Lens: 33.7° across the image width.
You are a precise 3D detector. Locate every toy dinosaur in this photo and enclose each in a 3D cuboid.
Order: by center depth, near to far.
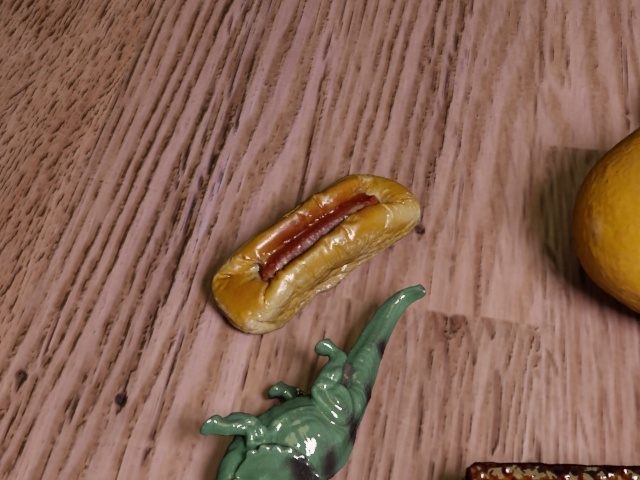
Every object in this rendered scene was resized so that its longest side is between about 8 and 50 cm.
[{"bbox_3d":[-0.016,0.142,0.926,0.120,0.079,0.292,23,56,11],"label":"toy dinosaur"}]

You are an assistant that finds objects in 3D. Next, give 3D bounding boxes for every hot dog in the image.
[{"bbox_3d":[0.000,0.000,1.046,0.242,0.073,0.084,-33,63,-24],"label":"hot dog"}]

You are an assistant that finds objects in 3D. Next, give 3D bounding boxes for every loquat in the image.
[{"bbox_3d":[0.339,-0.019,0.981,0.208,0.208,0.208,0,50,0],"label":"loquat"}]

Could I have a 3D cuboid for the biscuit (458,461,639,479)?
[{"bbox_3d":[0.306,0.243,0.844,0.388,0.073,0.107,1,51,1],"label":"biscuit"}]
